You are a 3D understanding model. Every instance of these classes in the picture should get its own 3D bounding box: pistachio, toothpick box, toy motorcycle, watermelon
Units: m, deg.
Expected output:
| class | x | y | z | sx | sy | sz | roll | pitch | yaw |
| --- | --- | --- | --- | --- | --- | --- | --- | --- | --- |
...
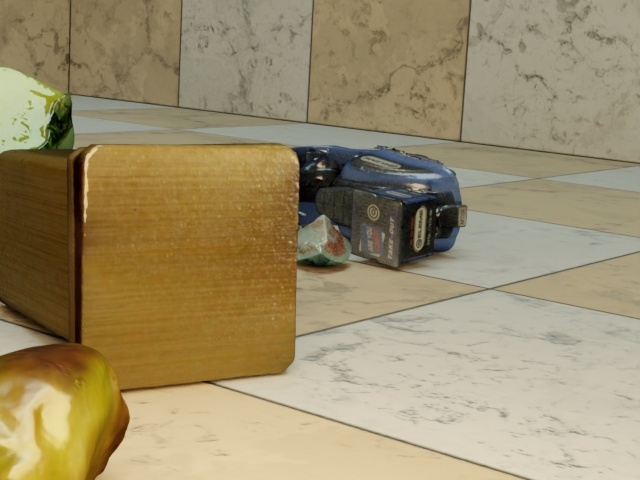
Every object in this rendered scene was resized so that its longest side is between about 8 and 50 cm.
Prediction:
| class | x | y | z | sx | sy | sz | roll | pitch | yaw |
| --- | --- | --- | --- | --- | --- | --- | --- | --- | --- |
| pistachio | -0.169 | 0.107 | 0.695 | 0.110 | 0.100 | 0.189 | 8 | 12 | 6 |
| toothpick box | -0.172 | 0.003 | 1.092 | 0.190 | 0.188 | 0.308 | -4 | 8 | -30 |
| toy motorcycle | 0.023 | -0.058 | 1.634 | 0.358 | 0.125 | 0.212 | 15 | 18 | 43 |
| watermelon | 0.000 | 0.000 | 1.469 | 0.085 | 0.061 | 0.085 | 3 | 0 | 0 |

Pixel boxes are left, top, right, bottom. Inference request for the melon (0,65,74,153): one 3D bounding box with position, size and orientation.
| class | x | y | z | sx | sy | sz | roll | pitch | yaw |
| --- | --- | --- | --- | --- | --- | --- | --- | --- | --- |
| melon | -0.447 | -0.103 | 1.319 | 0.343 | 0.226 | 0.331 | 17 | -8 | 4 |
